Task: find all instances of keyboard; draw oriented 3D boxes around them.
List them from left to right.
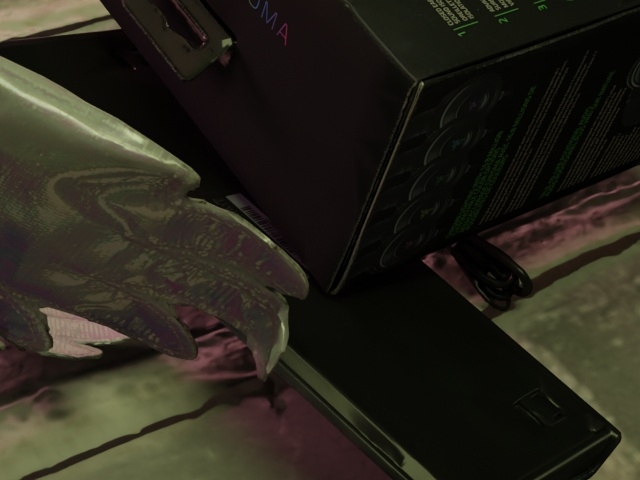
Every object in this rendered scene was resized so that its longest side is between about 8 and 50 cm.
[{"bbox_3d":[0.000,0.000,0.691,0.317,0.033,0.201,42,33,23],"label":"keyboard"}]

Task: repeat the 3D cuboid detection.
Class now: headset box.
[{"bbox_3d":[0.047,-0.136,0.692,0.283,0.131,0.246,-22,61,-32],"label":"headset box"}]

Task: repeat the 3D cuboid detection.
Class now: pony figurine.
[{"bbox_3d":[-0.222,0.004,0.497,0.351,0.303,0.363,35,71,-14],"label":"pony figurine"}]
